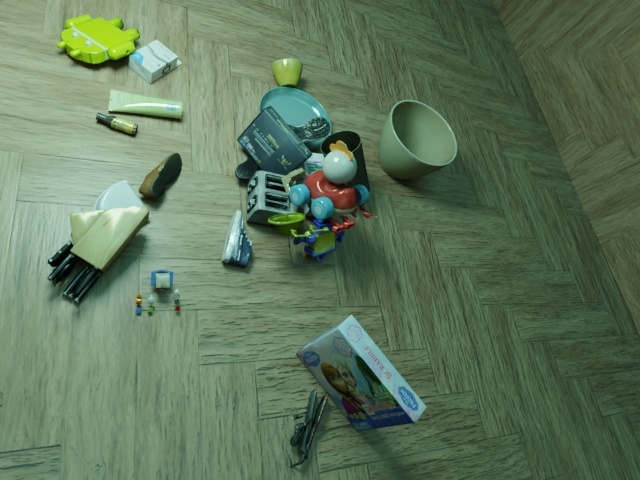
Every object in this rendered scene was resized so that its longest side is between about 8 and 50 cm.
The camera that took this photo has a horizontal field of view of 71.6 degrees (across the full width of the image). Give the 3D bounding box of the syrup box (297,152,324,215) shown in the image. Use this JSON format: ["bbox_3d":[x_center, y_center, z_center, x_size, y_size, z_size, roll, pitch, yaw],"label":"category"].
[{"bbox_3d":[-0.024,-0.215,1.686,0.093,0.096,0.236,1,61,-25],"label":"syrup box"}]

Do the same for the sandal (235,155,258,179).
[{"bbox_3d":[-0.266,-0.269,1.642,0.067,0.040,0.179,37,39,-12],"label":"sandal"}]

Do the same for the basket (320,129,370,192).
[{"bbox_3d":[0.105,-0.275,1.700,0.154,0.226,0.204,-17,36,5],"label":"basket"}]

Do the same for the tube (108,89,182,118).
[{"bbox_3d":[-0.612,-0.476,1.561,0.240,0.062,0.070,2,23,-21],"label":"tube"}]

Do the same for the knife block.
[{"bbox_3d":[-0.610,0.038,1.244,0.276,0.088,0.242,-10,83,-24],"label":"knife block"}]

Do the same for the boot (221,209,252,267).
[{"bbox_3d":[-0.269,-0.004,1.486,0.086,0.069,0.189,21,65,-25],"label":"boot"}]

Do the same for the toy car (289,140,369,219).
[{"bbox_3d":[0.042,-0.223,1.463,0.219,0.237,0.210,-22,43,-40],"label":"toy car"}]

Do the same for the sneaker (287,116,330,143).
[{"bbox_3d":[-0.099,-0.402,1.714,0.272,0.108,0.100,-13,89,-15],"label":"sneaker"}]

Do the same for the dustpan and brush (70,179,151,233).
[{"bbox_3d":[-0.646,-0.076,1.337,0.211,0.060,0.147,-38,98,-42],"label":"dustpan and brush"}]

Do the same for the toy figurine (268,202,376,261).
[{"bbox_3d":[0.000,0.000,1.528,0.363,0.217,0.191,-18,40,-35],"label":"toy figurine"}]

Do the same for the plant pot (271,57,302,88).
[{"bbox_3d":[-0.139,-0.698,1.884,0.134,0.134,0.095,-4,88,-29],"label":"plant pot"}]

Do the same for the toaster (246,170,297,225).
[{"bbox_3d":[-0.167,-0.140,1.575,0.186,0.110,0.168,10,62,-23],"label":"toaster"}]

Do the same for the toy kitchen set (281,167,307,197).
[{"bbox_3d":[-0.077,-0.196,1.544,0.068,0.083,0.075,28,40,-66],"label":"toy kitchen set"}]

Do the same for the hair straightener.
[{"bbox_3d":[-0.054,0.552,1.318,0.089,0.047,0.230,30,59,-10],"label":"hair straightener"}]

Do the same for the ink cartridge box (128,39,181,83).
[{"bbox_3d":[-0.612,-0.678,1.658,0.104,0.060,0.180,38,54,-4],"label":"ink cartridge box"}]

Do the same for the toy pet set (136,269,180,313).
[{"bbox_3d":[-0.479,0.148,1.310,0.122,0.065,0.114,1,99,-24],"label":"toy pet set"}]

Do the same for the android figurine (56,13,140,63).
[{"bbox_3d":[-0.788,-0.714,1.569,0.248,0.056,0.273,36,52,11],"label":"android figurine"}]

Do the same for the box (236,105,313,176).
[{"bbox_3d":[-0.168,-0.340,1.613,0.232,0.183,0.059,49,36,-7],"label":"box"}]

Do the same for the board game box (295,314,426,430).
[{"bbox_3d":[0.101,0.402,1.301,0.066,0.318,0.318,-36,83,-36],"label":"board game box"}]

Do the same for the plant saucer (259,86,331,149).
[{"bbox_3d":[-0.106,-0.498,1.836,0.318,0.043,0.317,12,59,-22],"label":"plant saucer"}]

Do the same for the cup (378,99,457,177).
[{"bbox_3d":[0.381,-0.396,1.912,0.331,0.237,0.330,12,59,-21],"label":"cup"}]

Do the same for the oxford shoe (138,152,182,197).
[{"bbox_3d":[-0.529,-0.223,1.463,0.076,0.076,0.212,3,42,19],"label":"oxford shoe"}]

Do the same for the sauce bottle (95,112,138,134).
[{"bbox_3d":[-0.682,-0.393,1.487,0.128,0.042,0.042,15,59,-17],"label":"sauce bottle"}]
